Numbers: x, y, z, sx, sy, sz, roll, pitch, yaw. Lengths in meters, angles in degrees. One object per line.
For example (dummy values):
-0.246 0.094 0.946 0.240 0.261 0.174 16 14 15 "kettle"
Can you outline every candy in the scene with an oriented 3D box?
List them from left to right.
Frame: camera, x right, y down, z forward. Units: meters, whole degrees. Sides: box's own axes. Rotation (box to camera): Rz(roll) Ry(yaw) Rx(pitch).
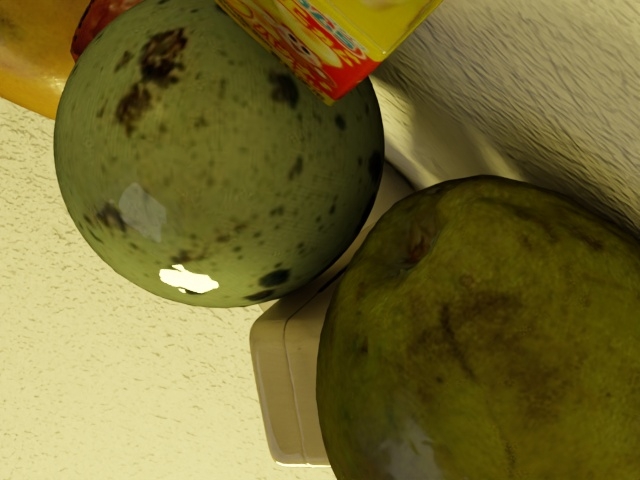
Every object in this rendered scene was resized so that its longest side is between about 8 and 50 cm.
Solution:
0.004 -0.187 1.278 0.146 0.088 0.276 44 172 -5 "candy"

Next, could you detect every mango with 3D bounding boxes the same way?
-0.376 -0.287 2.225 0.445 0.232 0.300 38 169 -12 "mango"

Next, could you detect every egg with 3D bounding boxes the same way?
-0.087 -0.084 1.547 0.287 0.287 0.379 42 179 4 "egg"

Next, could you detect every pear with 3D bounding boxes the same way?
0.162 0.134 1.443 0.413 0.352 0.352 57 167 -30 "pear"

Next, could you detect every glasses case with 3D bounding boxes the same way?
0.040 0.088 1.672 0.336 0.076 0.144 -40 -57 -61 "glasses case"

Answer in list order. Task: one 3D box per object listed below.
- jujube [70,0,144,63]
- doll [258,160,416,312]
-0.149 -0.179 1.880 0.243 0.183 0.183 34 175 -15 "jujube"
0.000 0.000 1.950 0.221 0.221 0.251 48 172 -39 "doll"
